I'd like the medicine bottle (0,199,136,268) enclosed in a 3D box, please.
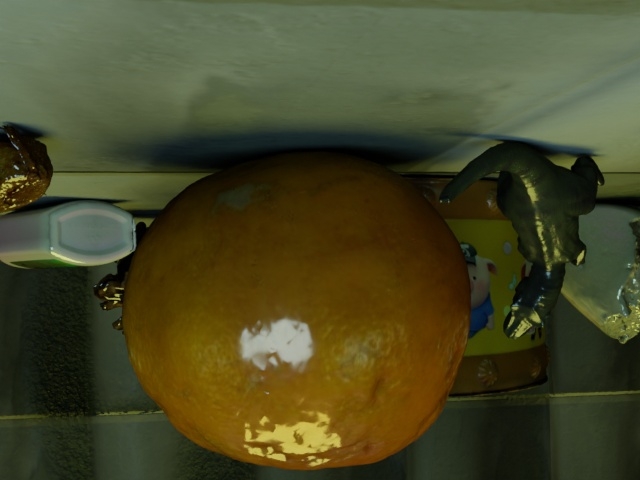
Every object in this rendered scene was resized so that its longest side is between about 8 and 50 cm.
[{"bbox_3d":[-0.330,-0.004,1.055,0.115,0.078,0.219,-2,179,-43],"label":"medicine bottle"}]

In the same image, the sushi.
[{"bbox_3d":[-0.200,-0.046,0.546,0.099,0.047,0.050,-25,174,40],"label":"sushi"}]

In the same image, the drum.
[{"bbox_3d":[0.046,0.052,0.989,0.432,0.214,0.431,0,178,0],"label":"drum"}]

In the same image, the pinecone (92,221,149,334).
[{"bbox_3d":[-0.200,0.077,1.243,0.257,0.243,0.243,12,178,1],"label":"pinecone"}]

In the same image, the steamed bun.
[{"bbox_3d":[0.406,0.033,1.168,0.170,0.200,0.225,-42,164,12],"label":"steamed bun"}]

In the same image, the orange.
[{"bbox_3d":[-0.017,0.049,0.656,0.261,0.260,0.261,-1,178,0],"label":"orange"}]

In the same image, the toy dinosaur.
[{"bbox_3d":[0.163,0.006,0.642,0.087,0.187,0.179,-4,-157,24],"label":"toy dinosaur"}]
